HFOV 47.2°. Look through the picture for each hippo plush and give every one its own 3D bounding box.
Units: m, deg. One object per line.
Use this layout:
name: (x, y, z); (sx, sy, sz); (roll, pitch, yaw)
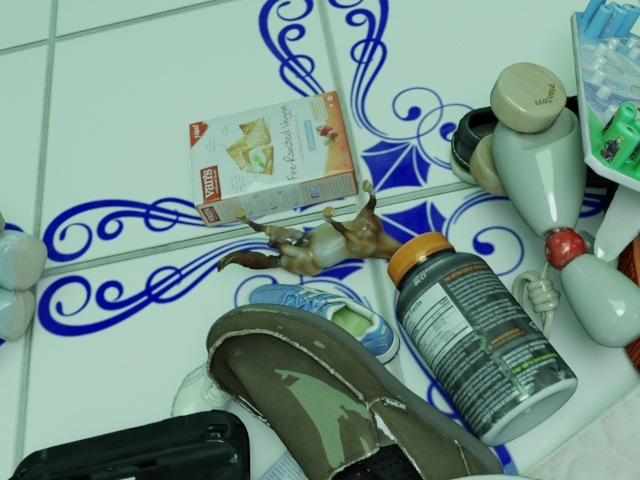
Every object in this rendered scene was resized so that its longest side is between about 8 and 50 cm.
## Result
hippo plush: (-0.545, 0.050, 1.025); (0.294, 0.234, 0.236); (-29, 27, -24)

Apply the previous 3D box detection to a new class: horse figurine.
horse figurine: (0.000, 0.000, 0.958); (0.263, 0.174, 0.066); (-14, 61, 18)

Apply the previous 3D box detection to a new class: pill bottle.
pill bottle: (0.175, 0.104, 0.862); (0.130, 0.130, 0.246); (-28, 59, -6)

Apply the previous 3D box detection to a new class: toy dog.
toy dog: (0.302, -0.049, 0.847); (0.160, 0.220, 0.334); (-14, 82, -12)

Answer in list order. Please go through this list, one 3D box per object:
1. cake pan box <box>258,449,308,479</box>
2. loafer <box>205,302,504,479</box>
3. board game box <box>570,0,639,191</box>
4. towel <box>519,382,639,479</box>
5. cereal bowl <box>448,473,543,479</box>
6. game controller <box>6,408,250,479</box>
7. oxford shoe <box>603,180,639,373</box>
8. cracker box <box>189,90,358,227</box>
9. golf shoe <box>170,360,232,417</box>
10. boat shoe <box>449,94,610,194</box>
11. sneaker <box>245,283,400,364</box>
cake pan box: (-0.015, 0.389, 0.769); (0.267, 0.070, 0.246); (36, 74, 27)
loafer: (0.025, 0.195, 0.773); (0.365, 0.134, 0.130); (30, 29, 9)
board game box: (0.479, -0.128, 0.829); (0.389, 0.050, 0.390); (22, 40, -2)
towel: (0.377, 0.274, 0.669); (0.317, 0.053, 0.332); (-40, 40, 9)
cereal bowl: (0.172, 0.375, 0.607); (0.338, 0.141, 0.339); (-13, 64, 29)
game controller: (-0.228, 0.298, 0.838); (0.319, 0.067, 0.167); (-16, 60, 14)
oxford shoe: (0.409, 0.036, 0.881); (0.098, 0.097, 0.271); (4, 62, 5)
cracker box: (-0.072, -0.121, 1.081); (0.232, 0.067, 0.156); (-13, 58, 4)
golf shoe: (-0.121, 0.168, 0.900); (0.069, 0.086, 0.176); (37, 72, -6)
boat shoe: (0.346, -0.145, 0.986); (0.339, 0.113, 0.127); (4, 61, 13)
sneaker: (-0.001, 0.091, 0.933); (0.211, 0.081, 0.080); (13, 65, 20)
